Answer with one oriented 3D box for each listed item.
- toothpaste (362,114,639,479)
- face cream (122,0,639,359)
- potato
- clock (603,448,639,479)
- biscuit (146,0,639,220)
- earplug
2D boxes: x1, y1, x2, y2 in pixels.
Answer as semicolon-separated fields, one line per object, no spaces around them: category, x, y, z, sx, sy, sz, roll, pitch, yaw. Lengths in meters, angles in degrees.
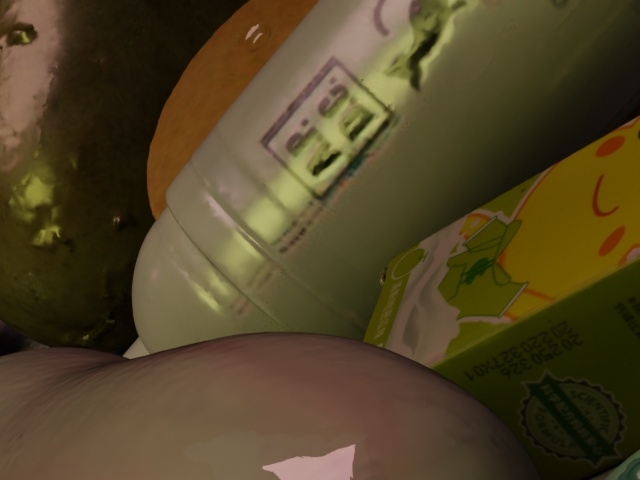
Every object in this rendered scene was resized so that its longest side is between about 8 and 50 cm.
toothpaste;0.154;-0.005;0.609;0.327;0.077;0.110;-31;19;31
face cream;0.000;0.000;0.785;0.370;0.145;0.145;-50;15;8
potato;-0.143;-0.095;1.166;0.219;0.269;0.359;-51;7;52
clock;0.120;0.114;0.399;0.159;0.066;0.211;-28;21;38
biscuit;0.039;-0.094;0.942;0.354;0.052;0.275;-11;53;36
earplug;-0.029;0.100;0.536;0.172;0.172;0.301;-50;14;-28
